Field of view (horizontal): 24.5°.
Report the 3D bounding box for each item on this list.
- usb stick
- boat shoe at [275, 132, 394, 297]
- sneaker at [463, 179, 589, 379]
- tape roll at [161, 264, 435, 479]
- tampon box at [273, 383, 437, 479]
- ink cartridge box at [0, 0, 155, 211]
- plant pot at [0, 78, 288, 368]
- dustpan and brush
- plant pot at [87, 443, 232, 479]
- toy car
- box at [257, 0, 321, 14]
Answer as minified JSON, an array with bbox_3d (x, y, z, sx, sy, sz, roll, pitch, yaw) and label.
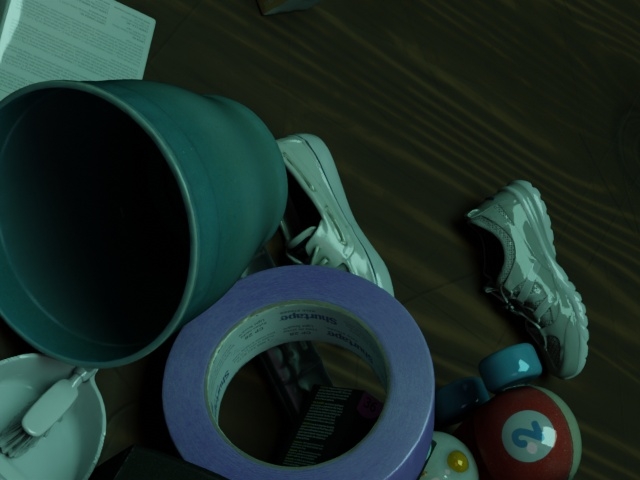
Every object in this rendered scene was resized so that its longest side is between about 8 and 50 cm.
[{"bbox_3d":[-0.055,0.097,1.673,0.077,0.045,0.278,-29,95,-40],"label":"usb stick"},{"bbox_3d":[0.000,0.000,1.737,0.088,0.096,0.267,-15,83,-45],"label":"boat shoe"},{"bbox_3d":[0.274,0.065,2.020,0.115,0.105,0.281,-22,92,-19],"label":"sneaker"},{"bbox_3d":[-0.020,0.164,1.515,0.090,0.275,0.274,83,14,-58],"label":"tape roll"},{"bbox_3d":[0.026,0.256,1.607,0.120,0.101,0.161,37,70,-29],"label":"tampon box"},{"bbox_3d":[-0.281,-0.162,1.560,0.181,0.056,0.224,21,77,-40],"label":"ink cartridge box"},{"bbox_3d":[-0.168,-0.038,1.463,0.255,0.272,0.271,-24,91,-58],"label":"plant pot"},{"bbox_3d":[-0.248,0.147,1.421,0.147,0.060,0.211,43,35,-3],"label":"dustpan and brush"},{"bbox_3d":[-0.167,0.301,1.371,0.167,0.188,0.187,42,47,-14],"label":"plant pot"},{"bbox_3d":[0.164,0.266,1.729,0.238,0.210,0.219,-9,69,-35],"label":"toy car"},{"bbox_3d":[-0.031,-0.386,1.845,0.091,0.130,0.170,-19,87,-48],"label":"box"}]
